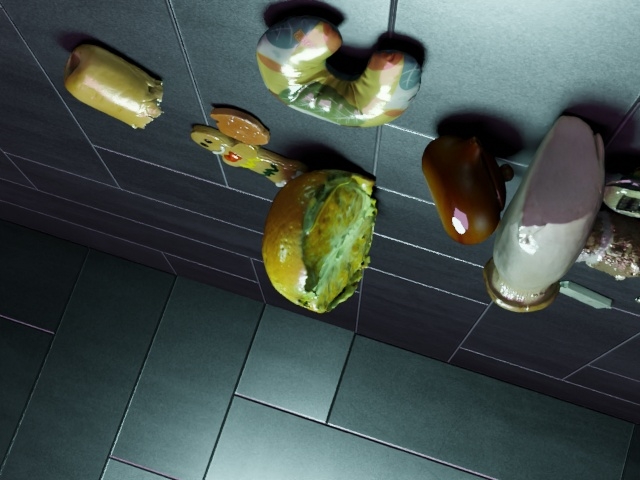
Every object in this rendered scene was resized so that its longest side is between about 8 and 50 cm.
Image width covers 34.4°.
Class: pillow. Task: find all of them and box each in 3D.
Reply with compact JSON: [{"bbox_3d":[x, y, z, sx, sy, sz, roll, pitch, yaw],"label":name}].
[{"bbox_3d":[0.022,-0.239,1.463,0.233,0.086,0.214,23,155,-8],"label":"pillow"}]

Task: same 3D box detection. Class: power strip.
[{"bbox_3d":[0.569,0.119,2.220,0.136,0.019,0.051,23,164,-15],"label":"power strip"}]

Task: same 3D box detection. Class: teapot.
[{"bbox_3d":[0.244,-0.074,1.636,0.135,0.178,0.252,-18,144,9],"label":"teapot"}]

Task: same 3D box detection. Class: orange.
[{"bbox_3d":[-0.009,-0.002,2.007,0.196,0.262,0.334,12,171,11],"label":"orange"}]

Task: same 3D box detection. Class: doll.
[{"bbox_3d":[0.491,0.010,1.711,0.221,0.114,0.105,21,156,-2],"label":"doll"}]

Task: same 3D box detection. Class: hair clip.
[{"bbox_3d":[0.573,-0.034,1.503,0.321,0.091,0.138,28,176,12],"label":"hair clip"}]

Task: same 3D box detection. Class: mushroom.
[{"bbox_3d":[0.334,-0.009,1.566,0.138,0.154,0.407,5,149,4],"label":"mushroom"}]

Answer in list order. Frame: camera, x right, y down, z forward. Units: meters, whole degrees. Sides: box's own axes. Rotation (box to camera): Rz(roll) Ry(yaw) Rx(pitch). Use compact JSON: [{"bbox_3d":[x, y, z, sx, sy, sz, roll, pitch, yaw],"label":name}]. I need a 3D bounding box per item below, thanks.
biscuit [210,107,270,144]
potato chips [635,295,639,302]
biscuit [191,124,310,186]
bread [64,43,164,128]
[{"bbox_3d":[-0.145,-0.209,1.895,0.102,0.019,0.130,13,165,21],"label":"biscuit"},{"bbox_3d":[0.646,0.073,1.756,0.202,0.029,0.220,-24,166,24],"label":"potato chips"},{"bbox_3d":[-0.145,-0.164,2.042,0.240,0.035,0.158,22,163,-14],"label":"biscuit"},{"bbox_3d":[-0.369,-0.269,1.819,0.173,0.085,0.134,27,164,-30],"label":"bread"}]
